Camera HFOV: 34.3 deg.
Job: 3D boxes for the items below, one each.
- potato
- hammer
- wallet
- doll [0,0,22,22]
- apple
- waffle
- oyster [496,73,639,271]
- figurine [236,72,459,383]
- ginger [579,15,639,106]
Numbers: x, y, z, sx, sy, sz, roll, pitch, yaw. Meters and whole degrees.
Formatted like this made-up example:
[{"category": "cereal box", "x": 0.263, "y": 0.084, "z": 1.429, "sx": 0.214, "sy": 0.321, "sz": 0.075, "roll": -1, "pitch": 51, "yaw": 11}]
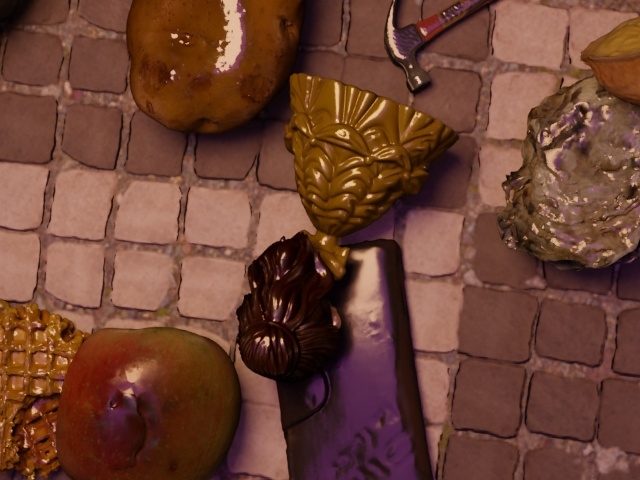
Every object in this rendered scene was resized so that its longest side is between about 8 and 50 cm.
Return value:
[{"category": "potato", "x": -0.107, "y": -0.297, "z": 1.147, "sx": 0.176, "sy": 0.195, "sz": 0.369, "roll": 10, "pitch": 90, "yaw": -25}, {"category": "hammer", "x": 0.199, "y": -0.285, "z": 1.173, "sx": 0.287, "sy": 0.033, "sz": 0.111, "roll": -30, "pitch": 85, "yaw": 4}, {"category": "wallet", "x": 0.030, "y": 0.159, "z": 1.169, "sx": 0.165, "sy": 0.042, "sz": 0.310, "roll": -8, "pitch": 85, "yaw": 6}, {"category": "doll", "x": -0.471, "y": -0.377, "z": 1.199, "sx": 0.378, "sy": 0.252, "sz": 0.382, "roll": 13, "pitch": 86, "yaw": 39}, {"category": "apple", "x": -0.181, "y": 0.190, "z": 1.125, "sx": 0.173, "sy": 0.207, "sz": 0.188, "roll": -4, "pitch": 75, "yaw": 46}, {"category": "waffle", "x": -0.339, "y": 0.174, "z": 1.200, "sx": 0.197, "sy": 0.070, "sz": 0.193, "roll": 29, "pitch": 91, "yaw": 8}, {"category": "oyster", "x": 0.297, "y": -0.095, "z": 1.089, "sx": 0.198, "sy": 0.112, "sz": 0.268, "roll": 19, "pitch": 84, "yaw": 33}, {"category": "figurine", "x": 0.000, "y": 0.000, "z": 1.114, "sx": 0.187, "sy": 0.168, "sz": 0.315, "roll": 22, "pitch": 88, "yaw": -12}, {"category": "ginger", "x": 0.420, "y": -0.154, "z": 0.959, "sx": 0.354, "sy": 0.126, "sz": 0.190, "roll": 14, "pitch": 123, "yaw": 16}]
